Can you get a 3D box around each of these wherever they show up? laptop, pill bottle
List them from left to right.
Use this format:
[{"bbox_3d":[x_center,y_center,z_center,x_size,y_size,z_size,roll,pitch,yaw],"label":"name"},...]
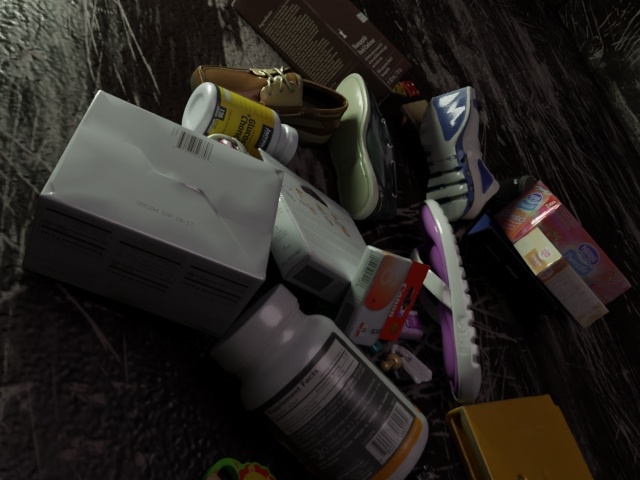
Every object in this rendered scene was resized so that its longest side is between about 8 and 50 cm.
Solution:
[{"bbox_3d":[-0.133,-0.188,1.101,0.184,0.103,0.103,17,48,-34],"label":"pill bottle"},{"bbox_3d":[-0.003,0.200,0.857,0.278,0.162,0.162,46,38,-4],"label":"pill bottle"},{"bbox_3d":[0.447,0.038,1.458,0.136,0.264,0.234,-41,90,-10],"label":"laptop"}]

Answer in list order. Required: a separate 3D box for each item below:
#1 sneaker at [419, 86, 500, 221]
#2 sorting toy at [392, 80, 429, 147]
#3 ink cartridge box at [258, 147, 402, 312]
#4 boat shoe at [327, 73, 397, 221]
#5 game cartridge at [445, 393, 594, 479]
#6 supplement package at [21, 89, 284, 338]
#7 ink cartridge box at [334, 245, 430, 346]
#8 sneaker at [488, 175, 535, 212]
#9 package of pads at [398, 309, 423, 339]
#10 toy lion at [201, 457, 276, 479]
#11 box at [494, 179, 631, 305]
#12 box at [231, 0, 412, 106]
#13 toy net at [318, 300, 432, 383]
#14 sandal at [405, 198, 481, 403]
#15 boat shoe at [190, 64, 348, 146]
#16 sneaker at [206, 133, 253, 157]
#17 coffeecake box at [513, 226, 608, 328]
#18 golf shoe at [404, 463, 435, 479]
[{"bbox_3d":[0.332,-0.181,1.524,0.182,0.127,0.315,15,73,-51],"label":"sneaker"},{"bbox_3d":[0.251,-0.286,1.614,0.274,0.046,0.132,56,38,7],"label":"sorting toy"},{"bbox_3d":[0.000,0.000,1.053,0.275,0.060,0.239,32,23,-48],"label":"ink cartridge box"},{"bbox_3d":[0.098,-0.183,1.310,0.113,0.127,0.340,18,49,-36],"label":"boat shoe"},{"bbox_3d":[0.381,0.423,1.150,0.324,0.053,0.285,9,53,-44],"label":"game cartridge"},{"bbox_3d":[-0.203,-0.031,0.830,0.262,0.145,0.204,23,44,-16],"label":"supplement package"},{"bbox_3d":[0.108,0.096,1.004,0.179,0.145,0.045,18,8,-46],"label":"ink cartridge box"},{"bbox_3d":[0.502,-0.063,1.659,0.083,0.118,0.222,-36,116,-37],"label":"sneaker"},{"bbox_3d":[0.142,0.149,1.150,0.083,0.032,0.050,13,53,-38],"label":"package of pads"},{"bbox_3d":[-0.094,0.304,0.788,0.100,0.034,0.096,48,31,-2],"label":"toy lion"},{"bbox_3d":[0.572,0.024,1.538,0.300,0.142,0.154,43,18,-19],"label":"box"},{"bbox_3d":[0.012,-0.455,1.446,0.381,0.143,0.191,42,38,-7],"label":"box"},{"bbox_3d":[0.085,0.181,1.063,0.232,0.045,0.122,28,23,-29],"label":"toy net"},{"bbox_3d":[0.209,0.094,1.200,0.102,0.169,0.416,-6,55,-1],"label":"sandal"},{"bbox_3d":[-0.083,-0.273,1.209,0.324,0.120,0.122,6,55,-43],"label":"boat shoe"},{"bbox_3d":[-0.143,-0.102,1.012,0.252,0.111,0.103,-3,61,-46],"label":"sneaker"},{"bbox_3d":[0.517,0.079,1.399,0.185,0.068,0.142,44,16,-21],"label":"coffeecake box"},{"bbox_3d":[0.120,0.386,0.886,0.198,0.077,0.094,-12,74,-54],"label":"golf shoe"}]
